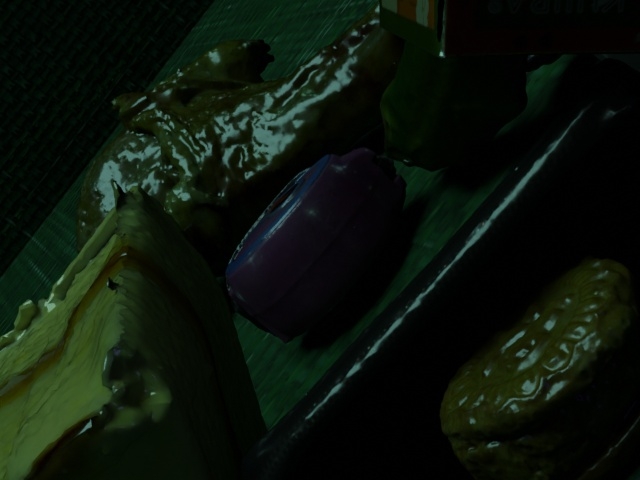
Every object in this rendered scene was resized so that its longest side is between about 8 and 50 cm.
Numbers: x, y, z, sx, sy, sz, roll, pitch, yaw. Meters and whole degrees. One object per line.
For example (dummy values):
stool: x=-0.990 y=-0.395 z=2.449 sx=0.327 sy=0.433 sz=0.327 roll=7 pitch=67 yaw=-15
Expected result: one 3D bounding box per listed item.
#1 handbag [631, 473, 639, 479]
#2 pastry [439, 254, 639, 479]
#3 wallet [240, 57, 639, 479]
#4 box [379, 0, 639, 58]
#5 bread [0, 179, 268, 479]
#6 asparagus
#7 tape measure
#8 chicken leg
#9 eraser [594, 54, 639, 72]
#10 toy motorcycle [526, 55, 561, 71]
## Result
handbag: x=0.026 y=0.220 z=0.420 sx=0.326 sy=0.089 sz=0.238 roll=-45 pitch=16 yaw=23
pastry: x=0.093 y=0.057 z=0.681 sx=0.109 sy=0.057 sz=0.097 roll=-26 pitch=24 yaw=56
wallet: x=0.069 y=0.021 z=0.750 sx=0.250 sy=0.044 sz=0.149 roll=-49 pitch=-18 yaw=12
box: x=0.129 y=-0.167 z=0.704 sx=0.148 sy=0.195 sz=0.177 roll=-120 pitch=30 yaw=-75
bread: x=-0.157 y=0.108 z=0.850 sx=0.236 sy=0.198 sz=0.263 roll=-16 pitch=19 yaw=3
asparagus: x=0.082 y=-0.121 z=0.942 sx=0.343 sy=0.082 sz=0.085 roll=106 pitch=159 yaw=-54
tape measure: x=0.000 y=0.000 z=1.079 sx=0.125 sy=0.074 sz=0.118 roll=-55 pitch=8 yaw=-33
chicken leg: x=-0.034 y=-0.088 z=1.304 sx=0.361 sy=0.140 sz=0.211 roll=-36 pitch=39 yaw=18
eraser: x=0.232 y=-0.200 z=0.825 sx=0.298 sy=0.078 sz=0.076 roll=-50 pitch=14 yaw=8
toy motorcycle: x=0.160 y=-0.181 z=1.021 sx=0.106 sy=0.074 sz=0.190 roll=-34 pitch=28 yaw=47
